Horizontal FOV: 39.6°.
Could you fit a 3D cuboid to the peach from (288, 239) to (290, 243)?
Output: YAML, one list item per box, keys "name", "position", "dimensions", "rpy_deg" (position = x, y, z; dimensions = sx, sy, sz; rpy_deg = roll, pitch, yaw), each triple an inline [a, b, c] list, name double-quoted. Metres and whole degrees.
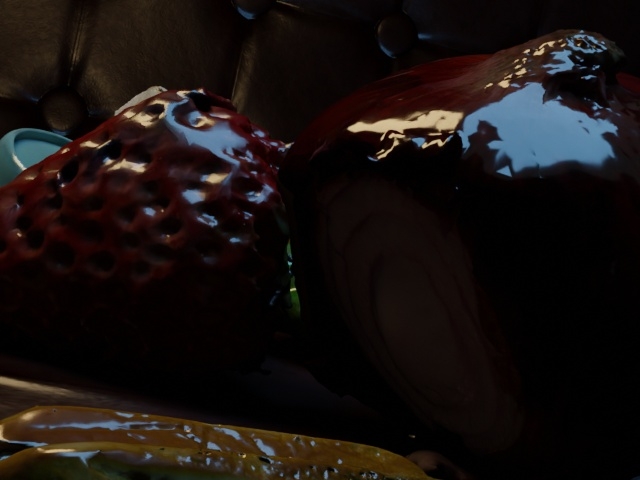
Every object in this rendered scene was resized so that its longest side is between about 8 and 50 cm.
- name: "peach"
  position: [0.000, 0.000, 1.231]
  dimensions: [0.179, 0.103, 0.179]
  rpy_deg: [-10, -8, -1]

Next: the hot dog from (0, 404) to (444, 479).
- name: "hot dog"
  position: [-0.043, 0.113, 0.377]
  dimensions: [0.235, 0.062, 0.092]
  rpy_deg: [14, 2, -24]

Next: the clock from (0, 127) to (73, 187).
- name: "clock"
  position: [-0.290, -0.039, 1.023]
  dimensions: [0.274, 0.094, 0.224]
  rpy_deg: [20, 23, -50]

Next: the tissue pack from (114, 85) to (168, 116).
- name: "tissue pack"
  position: [-0.161, -0.078, 1.149]
  dimensions: [0.226, 0.092, 0.183]
  rpy_deg: [55, -7, -34]

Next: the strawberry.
- name: "strawberry"
  position: [-0.147, -0.034, 0.730]
  dimensions: [0.280, 0.254, 0.150]
  rpy_deg: [12, -39, 11]

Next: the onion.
- name: "onion"
  position: [0.148, 0.018, 0.628]
  dimensions: [0.341, 0.342, 0.341]
  rpy_deg: [12, 3, -1]

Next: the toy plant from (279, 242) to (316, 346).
- name: "toy plant"
  position: [-0.047, 0.046, 0.948]
  dimensions: [0.315, 0.185, 0.224]
  rpy_deg: [28, 6, -16]
